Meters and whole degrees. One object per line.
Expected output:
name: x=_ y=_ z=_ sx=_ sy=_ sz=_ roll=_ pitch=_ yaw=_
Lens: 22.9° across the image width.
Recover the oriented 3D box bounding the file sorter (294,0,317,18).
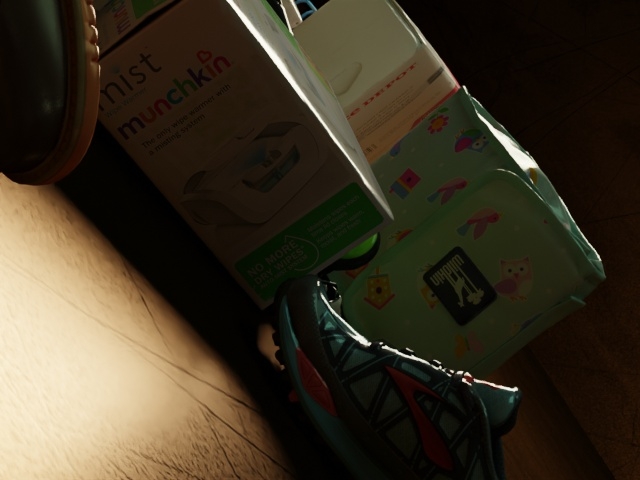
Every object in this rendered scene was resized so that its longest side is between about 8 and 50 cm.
file sorter: x=-0.023 y=-0.254 z=2.176 sx=0.104 sy=0.118 sz=0.170 roll=54 pitch=7 yaw=25

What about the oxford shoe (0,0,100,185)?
oxford shoe: x=-0.225 y=-0.182 z=0.744 sx=0.132 sy=0.130 sz=0.364 roll=-21 pitch=79 yaw=-48

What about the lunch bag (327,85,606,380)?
lunch bag: x=0.129 y=0.018 z=1.480 sx=0.160 sy=0.223 sz=0.262 roll=41 pitch=16 yaw=-37

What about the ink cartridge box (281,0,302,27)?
ink cartridge box: x=-0.128 y=-0.353 z=1.880 sx=0.198 sy=0.114 sz=0.273 roll=62 pitch=4 yaw=-25

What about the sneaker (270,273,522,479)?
sneaker: x=0.071 y=0.119 z=1.042 sx=0.262 sy=0.125 sz=0.104 roll=55 pitch=7 yaw=8

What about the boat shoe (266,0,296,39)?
boat shoe: x=-0.101 y=-0.223 z=1.526 sx=0.113 sy=0.127 sz=0.340 roll=68 pitch=-2 yaw=-71

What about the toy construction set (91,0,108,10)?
toy construction set: x=-0.224 y=-0.297 z=0.999 sx=0.215 sy=0.151 sz=0.328 roll=29 pitch=-17 yaw=36

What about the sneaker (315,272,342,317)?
sneaker: x=0.004 y=0.057 z=1.225 sx=0.040 sy=0.043 sz=0.109 roll=56 pitch=6 yaw=27

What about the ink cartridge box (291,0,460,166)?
ink cartridge box: x=0.039 y=-0.181 z=1.875 sx=0.117 sy=0.207 sz=0.283 roll=55 pitch=7 yaw=14

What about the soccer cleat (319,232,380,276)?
soccer cleat: x=0.000 y=0.000 z=1.234 sx=0.179 sy=0.060 sz=0.072 roll=21 pitch=-33 yaw=58

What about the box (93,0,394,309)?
box: x=-0.082 y=-0.117 z=1.175 sx=0.231 sy=0.126 sz=0.262 roll=52 pitch=8 yaw=-28
